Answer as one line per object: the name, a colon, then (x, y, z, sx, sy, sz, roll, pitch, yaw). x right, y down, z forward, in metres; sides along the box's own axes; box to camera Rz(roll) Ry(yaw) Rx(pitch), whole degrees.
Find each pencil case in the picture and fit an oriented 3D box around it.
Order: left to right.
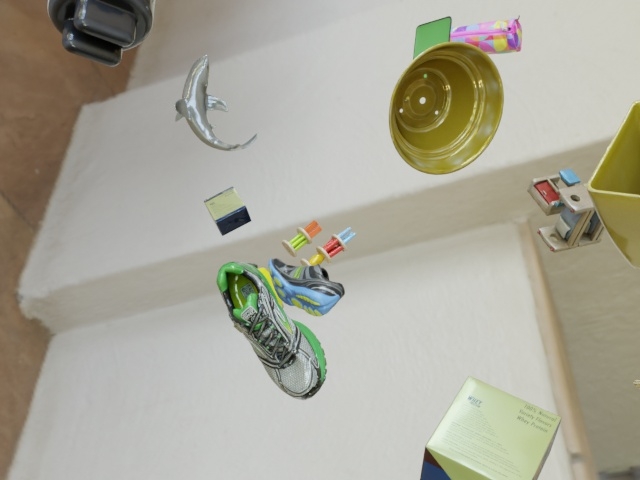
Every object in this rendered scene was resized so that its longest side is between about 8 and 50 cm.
pencil case: (0.461, -0.580, 2.379, 0.104, 0.236, 0.104, 2, 88, -59)

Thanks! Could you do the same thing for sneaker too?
sneaker: (-0.117, 0.190, 1.740, 0.343, 0.134, 0.146, 52, 12, 20)
sneaker: (-0.027, 0.075, 1.439, 0.188, 0.078, 0.067, 24, -43, 49)

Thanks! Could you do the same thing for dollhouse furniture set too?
dollhouse furniture set: (0.514, -0.091, 1.762, 0.129, 0.129, 0.183, 102, -32, -46)

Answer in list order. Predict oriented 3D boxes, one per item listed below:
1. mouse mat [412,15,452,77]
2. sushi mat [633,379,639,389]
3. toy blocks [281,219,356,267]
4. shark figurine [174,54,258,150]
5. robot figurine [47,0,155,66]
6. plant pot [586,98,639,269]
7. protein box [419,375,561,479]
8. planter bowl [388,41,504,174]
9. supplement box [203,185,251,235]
mouse mat: (0.282, -0.469, 2.128, 0.007, 0.153, 0.189, 4, 91, -29)
sushi mat: (0.868, 0.351, 1.824, 0.151, 0.317, 0.019, 47, 56, -25)
toy blocks: (0.000, 0.000, 2.005, 0.123, 0.148, 0.054, 44, -19, 22)
shark figurine: (-0.276, -0.279, 1.896, 0.116, 0.166, 0.278, 12, 44, -60)
robot figurine: (-0.358, -0.430, 1.394, 0.173, 0.209, 0.278, 55, 28, -57)
plant pot: (0.531, -0.059, 1.193, 0.212, 0.212, 0.187, -53, 136, -30)
protein box: (0.329, 0.410, 1.615, 0.201, 0.200, 0.136, -47, 150, -40)
planter bowl: (0.188, -0.224, 1.375, 0.090, 0.217, 0.217, 41, -22, 59)
supplement box: (-0.226, -0.072, 2.026, 0.083, 0.083, 0.056, 55, -12, 37)
